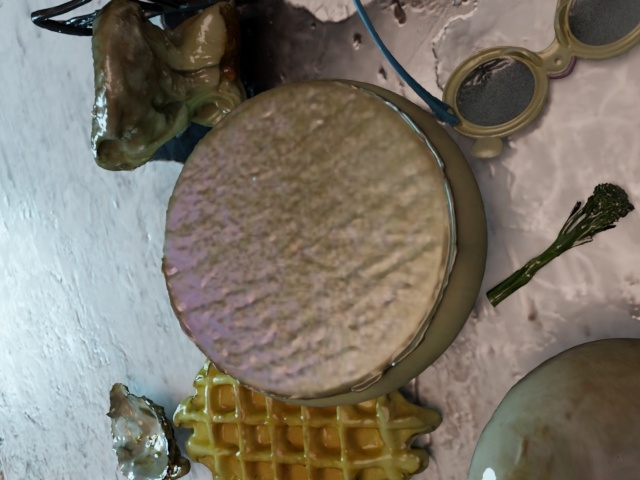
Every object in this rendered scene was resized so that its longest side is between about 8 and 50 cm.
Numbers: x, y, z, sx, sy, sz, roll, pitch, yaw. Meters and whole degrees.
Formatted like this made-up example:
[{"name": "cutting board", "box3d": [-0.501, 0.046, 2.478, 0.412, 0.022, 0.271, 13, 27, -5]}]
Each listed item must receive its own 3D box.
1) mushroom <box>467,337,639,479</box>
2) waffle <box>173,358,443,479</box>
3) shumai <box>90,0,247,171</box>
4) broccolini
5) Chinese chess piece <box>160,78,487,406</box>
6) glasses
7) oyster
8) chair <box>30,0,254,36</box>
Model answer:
[{"name": "mushroom", "box3d": [0.199, 0.180, 0.417, 0.178, 0.227, 0.226, 171, 89, -68]}, {"name": "waffle", "box3d": [-0.023, 0.183, 0.600, 0.250, 0.056, 0.261, 41, 109, 18]}, {"name": "shumai", "box3d": [-0.147, -0.150, 0.590, 0.153, 0.209, 0.161, -6, 87, -16]}, {"name": "broccolini", "box3d": [0.185, 0.004, 0.494, 0.140, 0.030, 0.035, -43, 67, 28]}, {"name": "Chinese chess piece", "box3d": [0.000, 0.000, 0.510, 0.270, 0.112, 0.269, -4, 81, 23]}, {"name": "glasses", "box3d": [0.118, -0.186, 0.426, 0.190, 0.221, 0.088, -38, 39, 26]}, {"name": "oyster", "box3d": [-0.194, 0.225, 0.691, 0.148, 0.051, 0.103, 38, 117, 41]}, {"name": "chair", "box3d": [-0.186, -0.280, 0.612, 0.229, 0.106, 0.113, 2, 96, 26]}]
